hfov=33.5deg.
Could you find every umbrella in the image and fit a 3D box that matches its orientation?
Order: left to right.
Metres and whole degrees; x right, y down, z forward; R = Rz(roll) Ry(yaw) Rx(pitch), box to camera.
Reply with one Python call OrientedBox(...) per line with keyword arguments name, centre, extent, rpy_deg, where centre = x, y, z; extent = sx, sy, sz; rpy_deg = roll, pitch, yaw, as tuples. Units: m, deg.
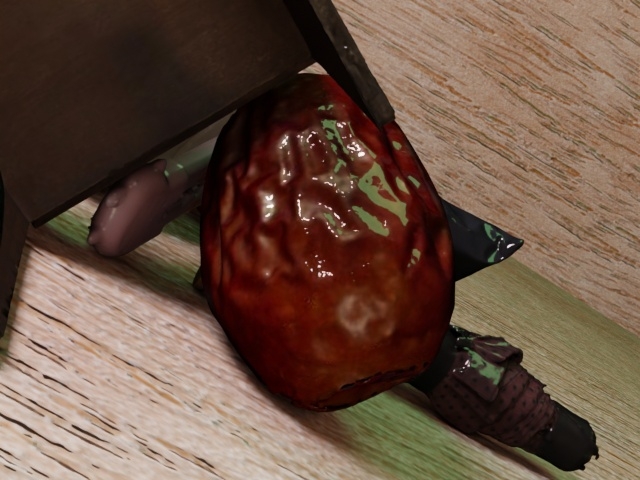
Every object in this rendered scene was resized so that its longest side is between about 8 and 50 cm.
OrientedBox(name="umbrella", centre=(0.120, 0.114, 0.963), extent=(0.326, 0.094, 0.090), rpy_deg=(31, 24, -14))

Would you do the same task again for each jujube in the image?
OrientedBox(name="jujube", centre=(0.000, 0.000, 0.765), extent=(0.183, 0.183, 0.243), rpy_deg=(22, 43, -51))

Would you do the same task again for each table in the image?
OrientedBox(name="table", centre=(-0.128, -0.112, 0.620), extent=(0.196, 0.250, 0.282), rpy_deg=(60, 1, -22))

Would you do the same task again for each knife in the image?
OrientedBox(name="knife", centre=(-0.066, -0.070, 0.916), extent=(0.038, 0.132, 0.398), rpy_deg=(39, 34, 12))

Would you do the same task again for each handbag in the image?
OrientedBox(name="handbag", centre=(0.029, -0.005, 0.996), extent=(0.211, 0.089, 0.254), rpy_deg=(28, -30, -20))

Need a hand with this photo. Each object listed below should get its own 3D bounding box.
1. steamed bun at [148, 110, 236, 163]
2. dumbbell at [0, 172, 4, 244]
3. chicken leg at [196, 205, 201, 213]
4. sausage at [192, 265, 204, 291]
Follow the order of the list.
OrientedBox(name="steamed bun", centre=(-0.164, -0.182, 1.050), extent=(0.236, 0.247, 0.383), rpy_deg=(44, 5, -26))
OrientedBox(name="dumbbell", centre=(-0.218, -0.022, 0.303), extent=(0.218, 0.152, 0.152), rpy_deg=(35, 9, 6))
OrientedBox(name="chicken leg", centre=(-0.012, -0.045, 1.130), extent=(0.251, 0.087, 0.107), rpy_deg=(8, 0, -20))
OrientedBox(name="sausage", centre=(-0.051, 0.055, 0.876), extent=(0.116, 0.026, 0.026), rpy_deg=(32, 9, -14))
